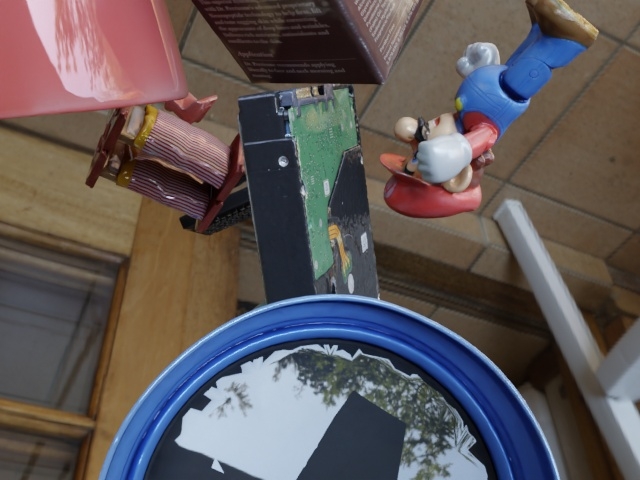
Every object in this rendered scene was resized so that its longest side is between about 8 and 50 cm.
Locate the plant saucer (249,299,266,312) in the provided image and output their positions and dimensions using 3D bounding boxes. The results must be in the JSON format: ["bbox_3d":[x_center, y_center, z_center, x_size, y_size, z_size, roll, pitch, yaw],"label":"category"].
[{"bbox_3d":[-0.009,0.221,1.197,0.318,0.317,0.043,-9,166,5],"label":"plant saucer"}]

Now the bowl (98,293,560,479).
[{"bbox_3d":[0.009,0.243,0.637,0.392,0.390,0.077,6,167,-8],"label":"bowl"}]

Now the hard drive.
[{"bbox_3d":[0.000,0.000,0.839,0.064,0.237,0.338,-3,103,19],"label":"hard drive"}]

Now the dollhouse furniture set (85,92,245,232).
[{"bbox_3d":[-0.240,-0.209,1.246,0.201,0.374,0.152,23,126,-22],"label":"dollhouse furniture set"}]

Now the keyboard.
[{"bbox_3d":[-0.109,-0.085,1.370,0.317,0.033,0.201,-24,161,14],"label":"keyboard"}]

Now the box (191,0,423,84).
[{"bbox_3d":[-0.017,-0.271,0.702,0.169,0.167,0.203,10,153,34],"label":"box"}]

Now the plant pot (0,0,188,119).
[{"bbox_3d":[-0.271,-0.245,0.718,0.275,0.275,0.243,-4,104,1],"label":"plant pot"}]

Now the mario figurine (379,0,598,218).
[{"bbox_3d":[0.175,-0.168,0.932,0.320,0.170,0.198,-52,152,19],"label":"mario figurine"}]
